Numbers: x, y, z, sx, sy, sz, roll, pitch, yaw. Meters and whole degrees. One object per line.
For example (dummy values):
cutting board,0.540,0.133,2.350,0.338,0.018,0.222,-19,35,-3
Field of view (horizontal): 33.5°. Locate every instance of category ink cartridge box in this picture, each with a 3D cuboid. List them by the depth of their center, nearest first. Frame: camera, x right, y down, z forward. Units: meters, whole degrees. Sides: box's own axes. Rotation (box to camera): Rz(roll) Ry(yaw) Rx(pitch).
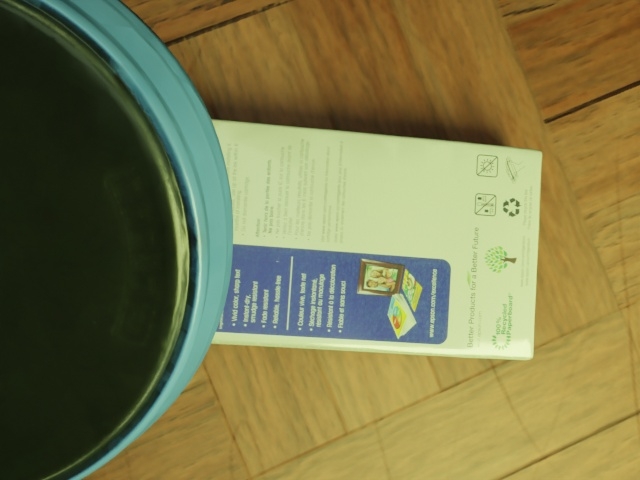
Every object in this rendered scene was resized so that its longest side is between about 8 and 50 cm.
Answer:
ink cartridge box,0.000,0.000,0.803,0.332,0.065,0.166,5,86,-12

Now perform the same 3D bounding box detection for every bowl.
bowl,-0.251,-0.001,0.677,0.390,0.077,0.391,0,107,-1
